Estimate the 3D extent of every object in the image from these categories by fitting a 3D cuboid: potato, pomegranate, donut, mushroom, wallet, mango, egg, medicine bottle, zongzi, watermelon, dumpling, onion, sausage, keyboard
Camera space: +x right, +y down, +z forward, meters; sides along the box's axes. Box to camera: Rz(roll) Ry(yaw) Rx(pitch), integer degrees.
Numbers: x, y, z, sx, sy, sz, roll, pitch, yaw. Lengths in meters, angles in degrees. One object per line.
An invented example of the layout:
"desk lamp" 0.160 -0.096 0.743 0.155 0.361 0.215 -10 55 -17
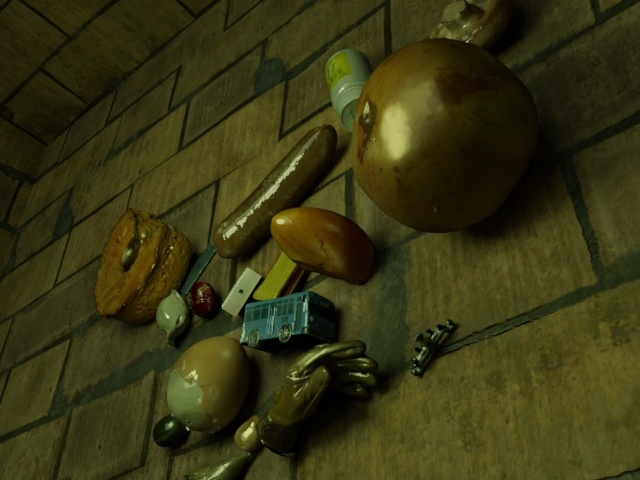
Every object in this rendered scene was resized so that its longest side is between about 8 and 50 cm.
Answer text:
"potato" -0.164 0.453 1.678 0.068 0.062 0.083 24 92 23
"pomegranate" 0.264 -0.215 1.507 0.416 0.416 0.417 -29 42 30
"donut" -0.597 0.099 2.377 0.378 0.163 0.435 -59 35 2
"mushroom" 0.384 -0.557 1.836 0.278 0.146 0.278 -41 30 31
"wallet" -0.083 0.072 1.912 0.141 0.067 0.241 5 60 55
"mango" 0.000 0.000 1.703 0.187 0.257 0.138 -11 53 44
"egg" -0.273 0.350 1.772 0.201 0.201 0.244 -5 45 46
"medicine bottle" 0.097 -0.430 2.054 0.143 0.143 0.258 -36 40 22
"zongzi" -0.223 0.595 1.629 0.178 0.081 0.189 -25 50 14
"watermelon" -0.401 0.505 1.890 0.110 0.078 0.078 -37 39 23
"dumpling" -0.449 0.244 2.165 0.169 0.099 0.134 54 143 36
"onion" -0.342 0.174 2.091 0.107 0.097 0.107 24 119 55
"sausage" -0.125 -0.138 2.069 0.501 0.136 0.123 -46 59 8
"keyboard" -0.391 0.093 2.275 0.176 0.014 0.055 -57 36 -5

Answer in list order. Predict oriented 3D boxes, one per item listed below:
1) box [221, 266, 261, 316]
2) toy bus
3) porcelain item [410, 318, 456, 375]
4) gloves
"box" -0.218 0.139 1.961 0.129 0.051 0.130 -57 6 -5
"toy bus" -0.076 0.200 1.731 0.234 0.116 0.134 -15 60 40
"porcelain item" 0.214 0.207 1.444 0.136 0.075 0.021 -53 36 -1
"gloves" -0.013 0.324 1.544 0.331 0.154 0.141 -49 37 18
